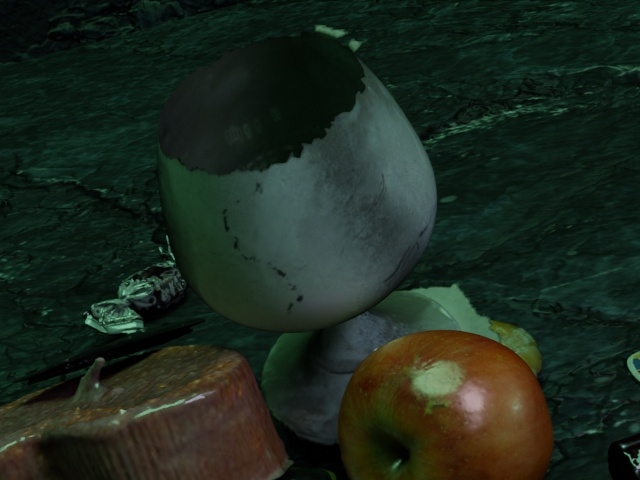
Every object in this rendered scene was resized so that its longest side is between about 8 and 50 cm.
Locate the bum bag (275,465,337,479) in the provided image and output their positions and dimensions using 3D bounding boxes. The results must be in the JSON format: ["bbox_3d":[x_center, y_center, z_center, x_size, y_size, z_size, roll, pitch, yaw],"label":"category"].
[{"bbox_3d":[-0.028,0.227,1.290,0.106,0.060,0.232,-15,21,-2],"label":"bum bag"}]

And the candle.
[{"bbox_3d":[-0.174,0.157,1.394,0.317,0.131,0.287,-15,8,20],"label":"candle"}]

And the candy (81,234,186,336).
[{"bbox_3d":[-0.173,0.046,1.839,0.094,0.051,0.226,5,27,31],"label":"candy"}]

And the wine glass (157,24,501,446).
[{"bbox_3d":[0.000,0.000,1.395,0.238,0.323,0.238,-12,43,11],"label":"wine glass"}]

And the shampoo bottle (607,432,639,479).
[{"bbox_3d":[0.348,0.138,1.241,0.278,0.104,0.104,-16,22,-9],"label":"shampoo bottle"}]

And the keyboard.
[{"bbox_3d":[-0.183,0.099,1.485,0.074,0.015,0.196,-28,-8,33],"label":"keyboard"}]

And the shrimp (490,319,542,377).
[{"bbox_3d":[0.097,0.128,1.494,0.217,0.051,0.150,-19,30,-12],"label":"shrimp"}]

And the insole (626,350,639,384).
[{"bbox_3d":[0.321,0.126,1.422,0.065,0.006,0.193,-18,22,-14],"label":"insole"}]

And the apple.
[{"bbox_3d":[0.098,0.147,1.292,0.139,0.163,0.163,-19,20,-42],"label":"apple"}]
